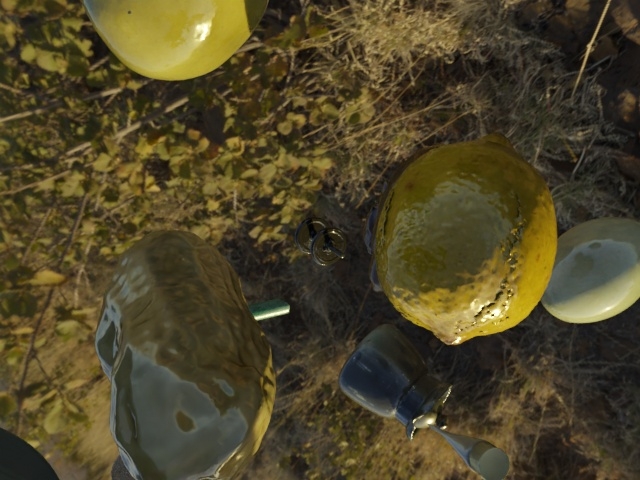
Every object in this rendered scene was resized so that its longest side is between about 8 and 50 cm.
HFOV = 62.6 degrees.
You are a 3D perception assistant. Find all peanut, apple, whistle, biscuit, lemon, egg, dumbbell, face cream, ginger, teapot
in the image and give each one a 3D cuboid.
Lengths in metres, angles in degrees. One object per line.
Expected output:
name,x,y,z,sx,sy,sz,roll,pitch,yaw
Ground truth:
peanut,-0.127,0.096,0.481,0.313,0.152,0.152,-133,30,-56
apple,-0.204,-0.365,0.744,0.262,0.262,0.263,21,130,28
whistle,-0.155,0.153,1.079,0.039,0.186,0.039,170,90,-66
biscuit,-0.444,0.559,1.271,0.120,0.120,0.015,46,156,5
lemon,0.210,-0.006,0.762,0.257,0.257,0.311,12,87,34
egg,0.553,0.060,1.065,0.186,0.186,0.253,40,121,11
dumbbell,0.000,0.000,0.892,0.147,0.069,0.070,34,141,54
face cream,0.325,0.460,1.168,0.114,0.070,0.224,38,169,-7
ginger,0.215,-0.082,1.225,0.176,0.254,0.418,14,136,-11
teapot,0.218,0.399,1.394,0.285,0.223,0.305,38,165,25

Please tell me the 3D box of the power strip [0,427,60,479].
power strip,-0.267,0.183,0.353,0.215,0.137,0.044,33,116,-8
